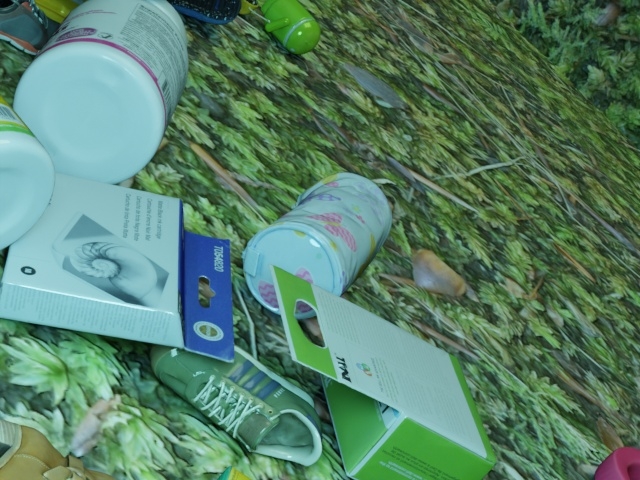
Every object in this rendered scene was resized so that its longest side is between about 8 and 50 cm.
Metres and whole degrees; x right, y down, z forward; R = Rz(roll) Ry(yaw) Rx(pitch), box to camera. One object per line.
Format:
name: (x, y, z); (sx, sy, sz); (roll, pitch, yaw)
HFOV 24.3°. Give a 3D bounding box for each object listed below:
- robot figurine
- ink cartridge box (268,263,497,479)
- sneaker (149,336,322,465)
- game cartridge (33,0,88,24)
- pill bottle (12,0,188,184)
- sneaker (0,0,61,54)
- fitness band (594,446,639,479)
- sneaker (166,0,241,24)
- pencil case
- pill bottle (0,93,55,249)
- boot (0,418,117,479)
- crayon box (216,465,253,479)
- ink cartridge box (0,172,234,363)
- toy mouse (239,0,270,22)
robot figurine: (-0.046, -0.348, 2.401); (0.115, 0.067, 0.101); (49, 16, 21)
ink cartridge box: (0.038, 0.153, 1.530); (0.255, 0.097, 0.189); (28, 22, -24)
sneaker: (-0.071, 0.155, 1.404); (0.192, 0.064, 0.086); (30, 19, -30)
game cartridge: (-0.386, -0.368, 1.931); (0.323, 0.053, 0.285); (22, 28, -34)
pill bottle: (-0.235, -0.183, 1.668); (0.160, 0.160, 0.283); (35, 22, -11)
sneaker: (-0.352, -0.267, 1.770); (0.158, 0.065, 0.061); (8, 38, -52)
fitness band: (0.464, 0.363, 1.871); (0.291, 0.054, 0.209); (28, 22, -28)
sneaker: (-0.220, -0.373, 2.204); (0.209, 0.069, 0.082); (22, -6, -19)
pencil case: (0.000, 0.000, 1.751); (0.124, 0.113, 0.273); (30, 21, 5)
pill bottle: (-0.358, -0.108, 1.356); (0.136, 0.136, 0.246); (7, 33, -52)
boot: (-0.202, 0.211, 1.091); (0.152, 0.073, 0.197); (31, 26, -31)
crayon box: (-0.050, 0.308, 1.125); (0.165, 0.081, 0.278); (36, 22, -6)
ink cartridge box: (-0.186, 0.018, 1.423); (0.224, 0.045, 0.223); (12, 29, -13)
toy mouse: (-0.168, -0.404, 2.367); (0.143, 0.031, 0.161); (20, 29, -40)
